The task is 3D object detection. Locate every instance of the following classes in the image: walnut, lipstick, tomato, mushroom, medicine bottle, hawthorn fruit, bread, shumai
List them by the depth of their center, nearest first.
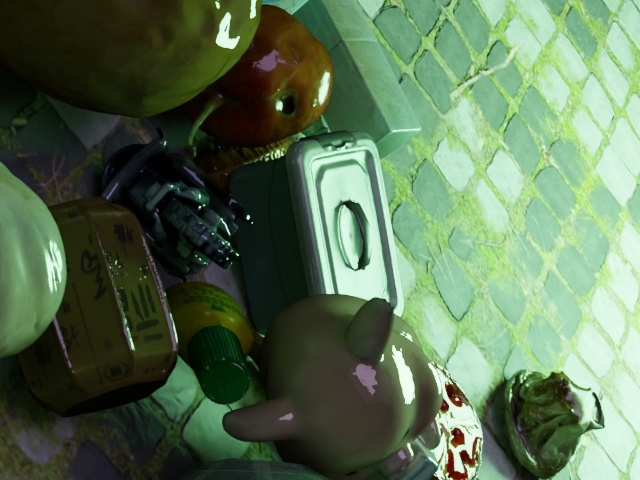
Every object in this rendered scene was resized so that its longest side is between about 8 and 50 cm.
[{"bbox_3d":[-0.341,0.038,1.592,0.260,0.254,0.234,-50,154,-71],"label":"mushroom"},{"bbox_3d":[-0.106,0.098,1.830,0.095,0.064,0.260,17,9,-13],"label":"medicine bottle"},{"bbox_3d":[-0.226,-0.308,1.832,0.398,0.308,0.354,42,29,-37],"label":"walnut"},{"bbox_3d":[-0.102,-0.146,2.003,0.165,0.165,0.285,57,39,-10],"label":"hawthorn fruit"},{"bbox_3d":[-0.082,-0.088,2.102,0.052,0.044,0.157,53,36,6],"label":"bread"},{"bbox_3d":[0.115,0.219,2.142,0.155,0.069,0.155,33,43,-38],"label":"tomato"},{"bbox_3d":[-0.006,-0.269,2.231,0.076,0.080,0.371,-7,67,-54],"label":"lipstick"},{"bbox_3d":[0.294,0.218,2.324,0.145,0.116,0.145,31,47,-39],"label":"shumai"}]

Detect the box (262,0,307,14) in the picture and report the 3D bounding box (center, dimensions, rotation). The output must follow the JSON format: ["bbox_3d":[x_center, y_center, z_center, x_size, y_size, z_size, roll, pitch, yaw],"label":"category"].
[{"bbox_3d":[-0.077,-0.305,2.074,0.142,0.232,0.083,13,47,-47],"label":"box"}]

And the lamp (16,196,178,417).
[{"bbox_3d":[-0.219,0.063,1.754,0.161,0.161,0.185,-6,72,-52],"label":"lamp"}]

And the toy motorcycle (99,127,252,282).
[{"bbox_3d":[-0.149,-0.033,1.874,0.159,0.106,0.270,42,-2,-4],"label":"toy motorcycle"}]

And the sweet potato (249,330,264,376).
[{"bbox_3d":[0.006,0.196,2.035,0.264,0.057,0.057,46,40,-21],"label":"sweet potato"}]

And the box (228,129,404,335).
[{"bbox_3d":[0.000,0.000,2.051,0.162,0.130,0.227,-14,95,-54],"label":"box"}]

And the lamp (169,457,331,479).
[{"bbox_3d":[-0.070,0.315,1.725,0.265,0.233,0.233,18,56,-51],"label":"lamp"}]

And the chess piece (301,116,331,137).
[{"bbox_3d":[0.005,-0.109,2.222,0.149,0.059,0.059,55,36,0],"label":"chess piece"}]

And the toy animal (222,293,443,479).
[{"bbox_3d":[0.027,0.160,1.872,0.213,0.195,0.256,49,1,-13],"label":"toy animal"}]
